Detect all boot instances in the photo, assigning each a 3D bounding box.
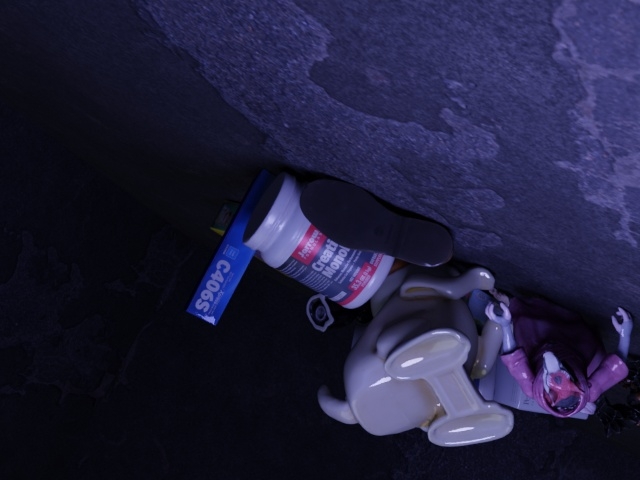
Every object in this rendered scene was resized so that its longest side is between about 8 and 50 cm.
[{"bbox_3d":[0.104,-0.023,1.601,0.305,0.112,0.115,24,-179,16],"label":"boot"}]

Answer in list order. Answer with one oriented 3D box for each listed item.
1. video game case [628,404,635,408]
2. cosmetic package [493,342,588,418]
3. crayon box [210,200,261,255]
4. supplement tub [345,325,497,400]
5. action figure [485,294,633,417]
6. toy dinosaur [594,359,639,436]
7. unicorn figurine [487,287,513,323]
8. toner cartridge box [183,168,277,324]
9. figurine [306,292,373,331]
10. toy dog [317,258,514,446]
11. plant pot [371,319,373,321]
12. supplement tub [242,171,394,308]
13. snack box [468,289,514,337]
[{"bbox_3d":[0.937,0.502,2.245,0.232,0.041,0.210,27,173,8],"label":"video game case"},{"bbox_3d":[0.511,0.318,1.987,0.184,0.151,0.151,10,176,-15],"label":"cosmetic package"},{"bbox_3d":[-0.104,0.017,2.456,0.313,0.106,0.363,35,169,-30],"label":"crayon box"},{"bbox_3d":[0.232,0.315,1.984,0.325,0.235,0.235,6,168,7],"label":"supplement tub"},{"bbox_3d":[0.400,0.228,1.506,0.248,0.275,0.370,9,-165,12],"label":"action figure"},{"bbox_3d":[0.681,0.338,1.770,0.218,0.164,0.322,16,172,-26],"label":"toy dinosaur"},{"bbox_3d":[0.421,0.162,1.803,0.162,0.060,0.111,31,172,-18],"label":"unicorn figurine"},{"bbox_3d":[-0.189,0.017,1.905,0.075,0.347,0.165,29,172,-10],"label":"toner cartridge box"},{"bbox_3d":[0.104,0.120,1.991,0.209,0.215,0.092,4,-133,-50],"label":"figurine"},{"bbox_3d":[0.202,0.203,1.741,0.284,0.395,0.408,49,-152,-22],"label":"toy dog"},{"bbox_3d":[0.293,0.246,2.204,0.263,0.263,0.229,34,153,-32],"label":"plant pot"},{"bbox_3d":[0.000,0.000,1.736,0.272,0.191,0.191,30,171,-14],"label":"supplement tub"},{"bbox_3d":[0.360,0.165,1.984,0.174,0.070,0.207,30,173,-18],"label":"snack box"}]
